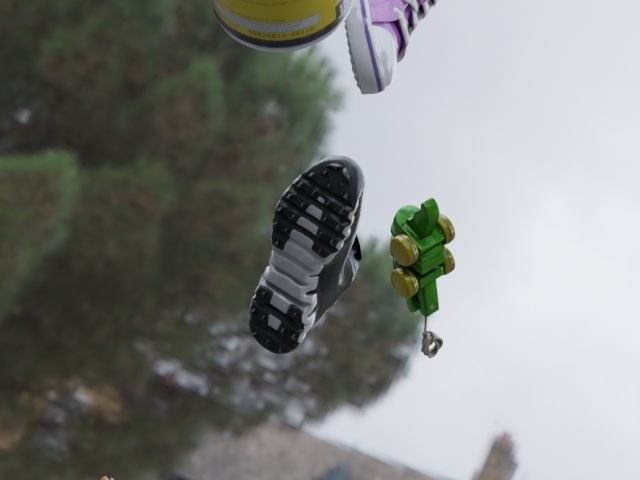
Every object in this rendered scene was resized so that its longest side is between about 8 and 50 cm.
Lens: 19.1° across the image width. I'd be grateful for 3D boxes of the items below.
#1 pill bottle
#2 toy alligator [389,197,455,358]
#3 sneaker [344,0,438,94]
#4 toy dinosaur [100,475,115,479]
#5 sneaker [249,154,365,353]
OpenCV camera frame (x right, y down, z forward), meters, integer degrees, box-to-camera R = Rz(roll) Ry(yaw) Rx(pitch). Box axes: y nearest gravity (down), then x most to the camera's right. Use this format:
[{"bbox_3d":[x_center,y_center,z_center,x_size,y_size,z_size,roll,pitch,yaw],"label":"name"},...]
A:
[{"bbox_3d":[-0.033,-0.219,1.278,0.103,0.103,0.184,20,-29,17],"label":"pill bottle"},{"bbox_3d":[0.086,0.027,1.740,0.051,0.056,0.189,39,-33,37],"label":"toy alligator"},{"bbox_3d":[0.106,-0.279,2.003,0.161,0.282,0.102,-1,-32,10],"label":"sneaker"},{"bbox_3d":[-0.137,0.369,1.651,0.164,0.321,0.218,6,-22,-1],"label":"toy dinosaur"},{"bbox_3d":[0.000,0.000,1.867,0.078,0.106,0.234,33,-52,16],"label":"sneaker"}]
